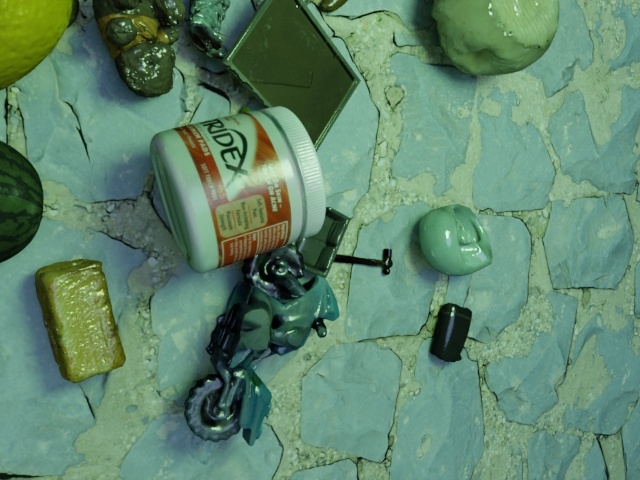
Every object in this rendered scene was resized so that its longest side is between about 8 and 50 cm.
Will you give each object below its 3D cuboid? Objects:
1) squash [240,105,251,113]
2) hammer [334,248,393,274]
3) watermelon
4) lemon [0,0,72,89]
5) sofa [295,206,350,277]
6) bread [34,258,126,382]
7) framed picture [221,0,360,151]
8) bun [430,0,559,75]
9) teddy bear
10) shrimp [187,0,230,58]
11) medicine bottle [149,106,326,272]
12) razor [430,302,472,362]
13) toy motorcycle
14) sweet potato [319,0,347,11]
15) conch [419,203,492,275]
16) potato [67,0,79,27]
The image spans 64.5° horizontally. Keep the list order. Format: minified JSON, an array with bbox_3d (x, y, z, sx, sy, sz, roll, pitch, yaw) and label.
[{"bbox_3d":[-0.152,-0.230,1.025,0.027,0.027,0.083,1,94,-28],"label":"squash"},{"bbox_3d":[0.092,0.043,1.184,0.178,0.021,0.065,7,91,-25],"label":"hammer"},{"bbox_3d":[-0.528,-0.060,0.748,0.212,0.212,0.212,-3,96,-27],"label":"watermelon"},{"bbox_3d":[-0.507,-0.350,0.665,0.336,0.336,0.336,-3,96,-27],"label":"lemon"},{"bbox_3d":[0.000,0.000,1.107,0.085,0.060,0.147,27,82,-26],"label":"sofa"},{"bbox_3d":[-0.419,0.138,0.888,0.114,0.083,0.211,-14,101,-31],"label":"bread"},{"bbox_3d":[-0.044,-0.341,1.027,0.289,0.016,0.213,40,76,-44],"label":"framed picture"},{"bbox_3d":[0.391,-0.549,1.183,0.360,0.211,0.359,3,84,-34],"label":"bun"},{"bbox_3d":[-0.314,-0.345,0.878,0.140,0.177,0.190,-9,101,19],"label":"teddy bear"},{"bbox_3d":[-0.155,-0.543,0.933,0.221,0.166,0.410,16,102,-61],"label":"shrimp"},{"bbox_3d":[-0.151,-0.093,0.907,0.241,0.252,0.252,-19,103,-23],"label":"medicine bottle"},{"bbox_3d":[0.338,0.238,1.308,0.090,0.054,0.148,19,85,-24],"label":"razor"},{"bbox_3d":[-0.099,0.206,1.009,0.232,0.172,0.416,26,78,-22],"label":"toy motorcycle"},{"bbox_3d":[0.131,-0.610,1.109,0.346,0.079,0.108,-33,126,-18],"label":"sweet potato"},{"bbox_3d":[0.329,-0.002,1.244,0.221,0.121,0.184,23,80,-34],"label":"conch"},{"bbox_3d":[-0.480,-0.441,0.823,0.119,0.054,0.198,-30,107,-19],"label":"potato"}]
